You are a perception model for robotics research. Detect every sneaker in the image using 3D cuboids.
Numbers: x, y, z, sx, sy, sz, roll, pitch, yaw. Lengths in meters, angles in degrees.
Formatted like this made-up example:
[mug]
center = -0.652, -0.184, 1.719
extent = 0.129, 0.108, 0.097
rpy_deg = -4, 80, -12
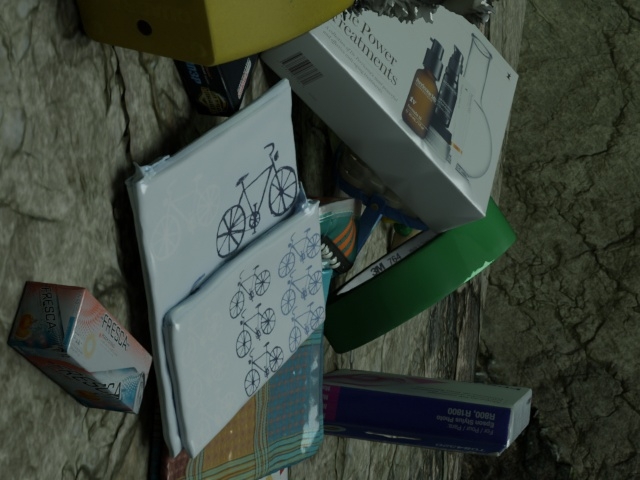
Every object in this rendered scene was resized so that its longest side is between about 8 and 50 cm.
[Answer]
[sneaker]
center = 0.000, 0.000, 1.812
extent = 0.302, 0.108, 0.121
rpy_deg = -4, 96, -75

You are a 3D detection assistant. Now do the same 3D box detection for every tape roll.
[tape roll]
center = 0.137, 0.050, 1.967
extent = 0.077, 0.321, 0.321
rpy_deg = 58, 21, -2

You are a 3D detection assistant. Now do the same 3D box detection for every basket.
[basket]
center = 0.121, -0.107, 2.057
extent = 0.255, 0.201, 0.289
rpy_deg = -58, -179, -42

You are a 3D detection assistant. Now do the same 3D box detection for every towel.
[towel]
center = -0.086, 0.169, 1.594
extent = 0.370, 0.040, 0.271
rpy_deg = -10, 105, -63

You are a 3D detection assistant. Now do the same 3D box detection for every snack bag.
[snack bag]
center = -0.089, 0.020, 1.462
extent = 0.323, 0.037, 0.342
rpy_deg = -41, 134, -50

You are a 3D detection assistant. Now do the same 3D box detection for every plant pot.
[plant pot]
center = -0.112, -0.272, 1.169
extent = 0.187, 0.212, 0.212
rpy_deg = -51, 146, -41

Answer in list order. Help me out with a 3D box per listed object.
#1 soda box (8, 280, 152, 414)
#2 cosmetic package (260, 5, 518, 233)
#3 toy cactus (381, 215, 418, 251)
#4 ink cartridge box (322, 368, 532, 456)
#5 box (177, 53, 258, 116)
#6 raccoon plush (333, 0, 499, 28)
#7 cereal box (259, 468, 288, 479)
[soda box]
center = -0.213, 0.100, 1.197
extent = 0.183, 0.058, 0.063
rpy_deg = 62, 38, -63
[cosmetic package]
center = 0.108, -0.236, 1.797
extent = 0.377, 0.097, 0.284
rpy_deg = 43, 45, -29
[toy cactus]
center = 0.163, -0.042, 2.433
extent = 0.219, 0.112, 0.180
rpy_deg = -49, 161, -67
[ink cartridge box]
center = 0.141, 0.253, 2.012
extent = 0.330, 0.324, 0.071
rpy_deg = 4, 91, -75
[box]
center = -0.104, -0.273, 1.441
extent = 0.175, 0.051, 0.220
rpy_deg = 73, 28, -54
[raccoon plush]
center = 0.077, -0.351, 1.405
extent = 0.446, 0.299, 0.216
rpy_deg = -55, 146, -58
[cereal box]
center = -0.098, 0.359, 1.719
extent = 0.240, 0.047, 0.173
rpy_deg = -46, 138, -65
